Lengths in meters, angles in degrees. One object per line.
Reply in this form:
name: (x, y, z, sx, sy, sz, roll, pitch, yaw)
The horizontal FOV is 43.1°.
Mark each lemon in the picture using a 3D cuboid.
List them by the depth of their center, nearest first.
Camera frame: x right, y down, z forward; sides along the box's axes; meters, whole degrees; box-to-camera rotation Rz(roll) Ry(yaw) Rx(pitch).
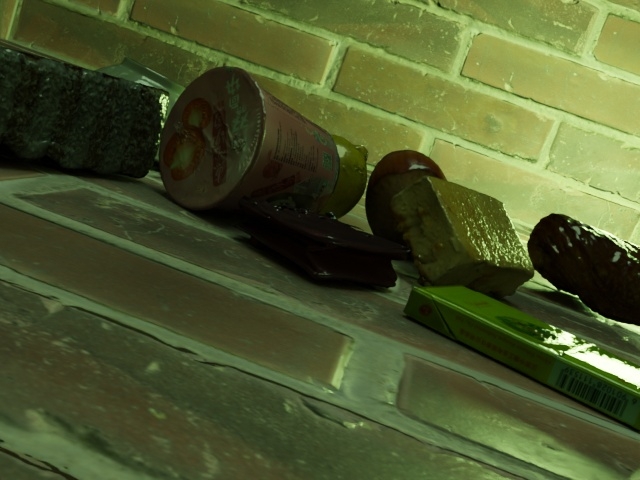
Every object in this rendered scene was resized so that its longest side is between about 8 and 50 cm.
lemon: (0.006, -0.123, 1.582, 0.173, 0.206, 0.173, 53, 1, -2)

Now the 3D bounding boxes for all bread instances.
bread: (-0.401, -0.191, 1.232, 0.113, 0.165, 0.416, 23, 11, 27)
bread: (0.254, 0.001, 1.436, 0.274, 0.114, 0.185, 8, 53, -49)

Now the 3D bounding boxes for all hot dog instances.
hot dog: (0.640, 0.077, 1.806, 0.387, 0.174, 0.267, 21, 12, -12)

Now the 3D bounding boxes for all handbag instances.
handbag: (-0.001, 0.003, 1.217, 0.216, 0.074, 0.203, 25, 11, 39)

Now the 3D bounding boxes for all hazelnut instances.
hazelnut: (0.179, -0.079, 1.611, 0.176, 0.214, 0.214, -3, 5, 12)

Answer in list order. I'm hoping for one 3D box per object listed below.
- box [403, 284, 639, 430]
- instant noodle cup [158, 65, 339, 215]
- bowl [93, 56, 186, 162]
box: (0.294, 0.144, 1.088, 0.335, 0.047, 0.187, 26, 12, 29)
instant noodle cup: (-0.111, -0.144, 1.380, 0.243, 0.243, 0.231, 28, 6, 39)
bowl: (-0.366, -0.275, 1.673, 0.337, 0.157, 0.337, 27, 6, -3)
